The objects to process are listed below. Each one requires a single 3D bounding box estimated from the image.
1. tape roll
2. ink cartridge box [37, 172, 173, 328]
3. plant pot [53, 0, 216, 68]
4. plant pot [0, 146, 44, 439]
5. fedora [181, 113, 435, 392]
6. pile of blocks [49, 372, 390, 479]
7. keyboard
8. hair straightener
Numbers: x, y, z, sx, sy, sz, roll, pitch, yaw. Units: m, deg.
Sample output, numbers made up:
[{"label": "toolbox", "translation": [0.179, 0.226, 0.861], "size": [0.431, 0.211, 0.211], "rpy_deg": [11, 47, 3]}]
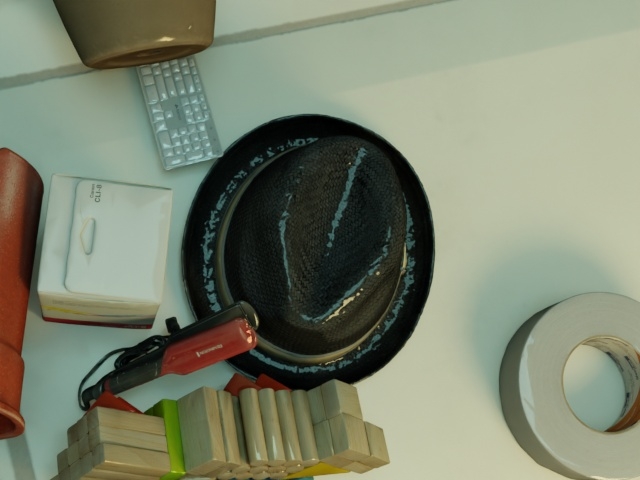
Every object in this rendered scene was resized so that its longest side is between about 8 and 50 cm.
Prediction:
[{"label": "tape roll", "translation": [0.326, 0.174, 1.358], "size": [0.219, 0.072, 0.219], "rpy_deg": [2, 78, -11]}, {"label": "ink cartridge box", "translation": [-0.231, 0.017, 1.225], "size": [0.127, 0.176, 0.128], "rpy_deg": [6, 77, -10]}, {"label": "plant pot", "translation": [-0.214, -0.317, 1.279], "size": [0.263, 0.263, 0.229], "rpy_deg": [-11, 94, -14]}, {"label": "plant pot", "translation": [-0.407, 0.039, 1.154], "size": [0.272, 0.272, 0.265], "rpy_deg": [11, 67, -9]}, {"label": "fedora", "translation": [0.000, 0.000, 1.289], "size": [0.334, 0.152, 0.334], "rpy_deg": [3, 77, -11]}, {"label": "pile of blocks", "translation": [-0.109, 0.209, 1.244], "size": [0.362, 0.149, 0.112], "rpy_deg": [1, 57, -20]}, {"label": "keyboard", "translation": [-0.183, -0.208, 1.362], "size": [0.072, 0.014, 0.256], "rpy_deg": [-13, 75, -14]}, {"label": "hair straightener", "translation": [-0.168, 0.125, 1.248], "size": [0.230, 0.089, 0.047], "rpy_deg": [-28, 111, 15]}]
